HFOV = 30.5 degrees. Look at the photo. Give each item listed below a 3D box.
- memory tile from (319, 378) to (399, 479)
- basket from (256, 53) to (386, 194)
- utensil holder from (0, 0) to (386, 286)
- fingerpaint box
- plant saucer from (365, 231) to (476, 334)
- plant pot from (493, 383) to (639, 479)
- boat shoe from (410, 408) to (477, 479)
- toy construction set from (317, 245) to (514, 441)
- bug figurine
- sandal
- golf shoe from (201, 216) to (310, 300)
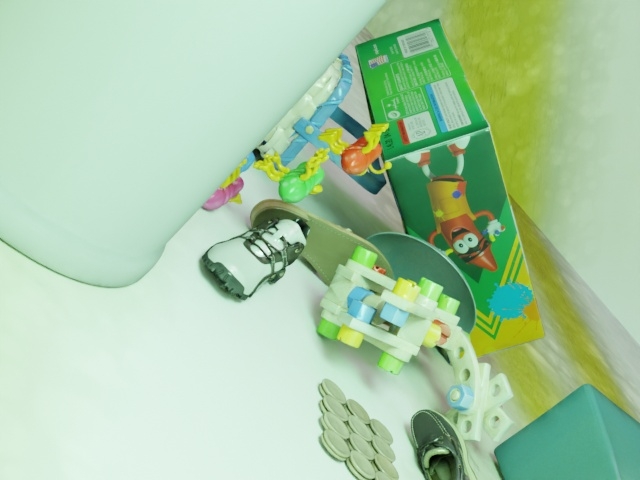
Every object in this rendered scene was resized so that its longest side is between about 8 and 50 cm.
[{"bbox_3d":[0.041,0.216,1.273,0.113,0.012,0.148,41,15,-15],"label":"memory tile"},{"bbox_3d":[-0.018,-0.203,1.836,0.289,0.201,0.255,35,16,-14],"label":"basket"},{"bbox_3d":[-0.168,-0.203,1.114,0.327,0.385,0.328,40,17,-15],"label":"utensil holder"},{"bbox_3d":[0.193,-0.089,1.852,0.445,0.163,0.371,-98,169,-59],"label":"fingerpaint box"},{"bbox_3d":[0.139,0.058,1.627,0.195,0.195,0.037,45,54,-1],"label":"plant saucer"},{"bbox_3d":[0.355,0.345,1.491,0.165,0.165,0.234,36,25,-28],"label":"plant pot"},{"bbox_3d":[0.141,0.251,1.357,0.049,0.056,0.152,37,17,-44],"label":"boat shoe"},{"bbox_3d":[0.125,0.120,1.478,0.327,0.151,0.215,43,-11,-37],"label":"toy construction set"},{"bbox_3d":[-0.055,-0.092,1.514,0.216,0.279,0.072,-39,123,-58],"label":"bug figurine"},{"bbox_3d":[0.004,-0.004,1.602,0.240,0.088,0.079,30,26,-29],"label":"sandal"},{"bbox_3d":[-0.071,0.009,1.368,0.077,0.094,0.198,47,17,3],"label":"golf shoe"}]
